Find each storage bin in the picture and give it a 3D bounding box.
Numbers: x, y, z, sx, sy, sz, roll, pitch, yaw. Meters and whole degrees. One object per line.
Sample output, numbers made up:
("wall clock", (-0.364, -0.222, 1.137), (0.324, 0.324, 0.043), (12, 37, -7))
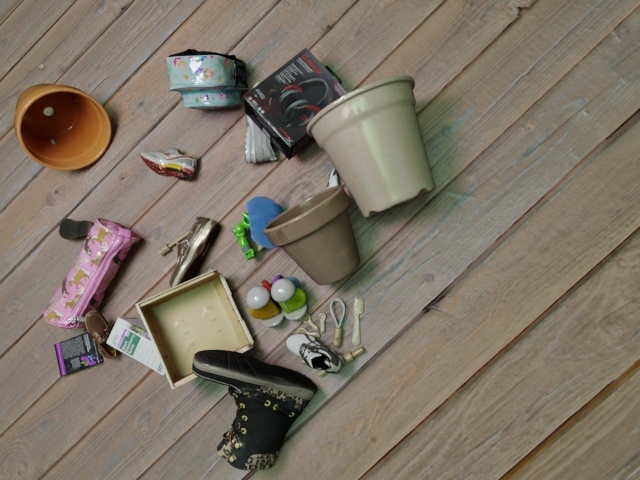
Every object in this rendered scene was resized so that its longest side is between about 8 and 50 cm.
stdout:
("storage bin", (-0.371, 0.261, 1.281), (0.260, 0.123, 0.263), (-25, 83, -17))

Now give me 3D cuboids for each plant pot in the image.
("plant pot", (0.170, -0.242, 1.204), (0.333, 0.334, 0.306), (-23, 88, 8))
("plant pot", (-0.929, -0.424, 1.488), (0.203, 0.291, 0.291), (38, 91, 30))
("plant pot", (0.000, 0.000, 1.230), (0.262, 0.263, 0.229), (-27, 102, 8))

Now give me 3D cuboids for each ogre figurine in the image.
("ogre figurine", (-0.198, -0.046, 1.353), (0.118, 0.097, 0.197), (42, 104, 3))

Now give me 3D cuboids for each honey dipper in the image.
("honey dipper", (-0.486, -0.004, 1.444), (0.160, 0.030, 0.031), (-36, 76, 4))

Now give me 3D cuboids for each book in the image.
("book", (-0.396, 0.258, 1.386), (0.144, 0.035, 0.096), (-40, 80, 5))

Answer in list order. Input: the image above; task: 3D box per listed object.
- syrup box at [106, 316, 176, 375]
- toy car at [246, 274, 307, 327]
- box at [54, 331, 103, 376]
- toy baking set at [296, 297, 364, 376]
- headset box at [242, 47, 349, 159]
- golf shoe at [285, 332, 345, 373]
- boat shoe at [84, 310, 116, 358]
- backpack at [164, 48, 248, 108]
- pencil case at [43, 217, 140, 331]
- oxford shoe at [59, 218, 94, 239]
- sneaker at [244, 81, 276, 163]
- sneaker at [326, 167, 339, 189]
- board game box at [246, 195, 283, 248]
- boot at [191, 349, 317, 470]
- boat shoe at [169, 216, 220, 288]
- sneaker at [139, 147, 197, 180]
("syrup box", (-0.564, 0.341, 1.378), (0.236, 0.096, 0.093), (23, 86, 14))
("toy car", (-0.132, 0.171, 1.296), (0.181, 0.159, 0.136), (-18, 42, 10))
("box", (-0.842, 0.392, 1.467), (0.162, 0.029, 0.116), (-20, 79, 10))
("toy baking set", (0.039, 0.288, 1.285), (0.256, 0.030, 0.197), (-27, 77, 8))
("headset box", (-0.061, -0.436, 1.324), (0.293, 0.110, 0.218), (-41, 87, -12))
("golf shoe", (-0.027, 0.327, 1.239), (0.198, 0.094, 0.077), (18, 88, 25))
("boat shoe", (-0.719, 0.313, 1.396), (0.060, 0.064, 0.178), (10, 120, 43))
("backpack", (-0.376, -0.528, 1.381), (0.224, 0.253, 0.191), (2, 103, 12))
("pencil case", (-0.768, 0.111, 1.424), (0.167, 0.160, 0.386), (28, 88, 11))
("oxford shoe", (-0.863, -0.035, 1.516), (0.212, 0.076, 0.076), (4, 85, 29))
("sneaker", (-0.191, -0.389, 1.413), (0.115, 0.105, 0.282), (3, 84, -11))
("sneaker", (0.043, -0.181, 1.351), (0.043, 0.040, 0.109), (13, 88, -2))
("board game box", (-0.170, -0.052, 1.294), (0.033, 0.133, 0.169), (-25, 71, 45))
("boot", (-0.222, 0.484, 1.199), (0.377, 0.138, 0.285), (23, 93, -27))
("boat shoe", (-0.434, 0.038, 1.396), (0.095, 0.095, 0.258), (26, 77, 11))
("sneaker", (-0.529, -0.277, 1.475), (0.225, 0.088, 0.093), (17, 66, 14))
